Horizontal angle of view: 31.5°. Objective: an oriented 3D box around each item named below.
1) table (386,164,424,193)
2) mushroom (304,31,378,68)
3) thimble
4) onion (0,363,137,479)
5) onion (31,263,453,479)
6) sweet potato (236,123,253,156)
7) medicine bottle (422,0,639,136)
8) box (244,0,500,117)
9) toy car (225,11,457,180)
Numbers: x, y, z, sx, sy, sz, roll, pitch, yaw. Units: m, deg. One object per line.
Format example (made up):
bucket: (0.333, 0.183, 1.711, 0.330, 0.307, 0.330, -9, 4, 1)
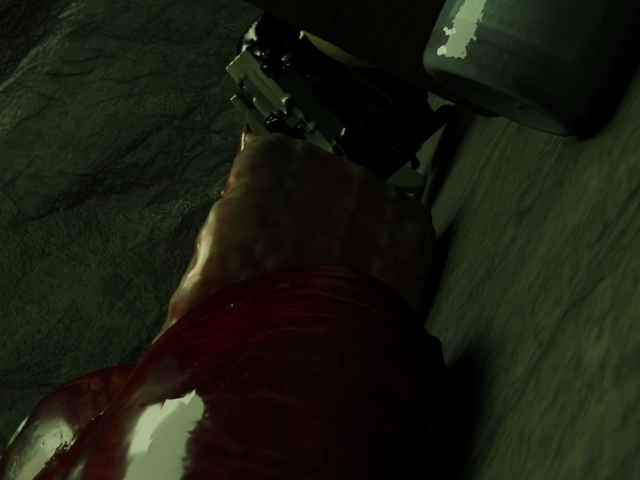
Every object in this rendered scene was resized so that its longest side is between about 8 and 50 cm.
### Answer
table: (0.000, 0.000, 1.184, 0.166, 0.166, 0.198, -68, -5, -63)
mushroom: (0.074, -0.253, 0.912, 0.246, 0.202, 0.246, -40, 15, 13)
thimble: (-0.026, 0.052, 0.815, 0.239, 0.162, 0.239, -156, 90, -89)
onion: (-0.231, 0.311, 1.344, 0.341, 0.341, 0.341, -155, 90, -89)
onion: (-0.036, 0.118, 0.516, 0.248, 0.161, 0.248, -45, 21, 22)
sweet potato: (-0.087, 0.010, 1.061, 0.078, 0.058, 0.255, 66, -149, -49)
medicine bottle: (0.122, -0.151, 0.499, 0.203, 0.083, 0.083, -63, 1, 2)
box: (0.046, -0.225, 0.690, 0.184, 0.273, 0.143, 117, 177, -47)
toy car: (0.028, -0.144, 1.102, 0.118, 0.193, 0.301, -42, 1, 24)
